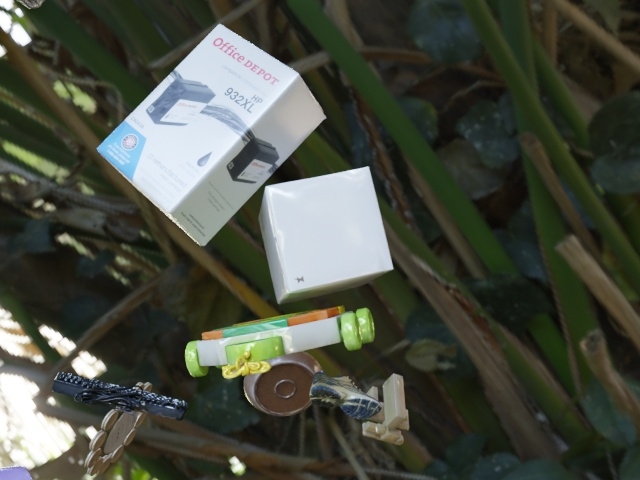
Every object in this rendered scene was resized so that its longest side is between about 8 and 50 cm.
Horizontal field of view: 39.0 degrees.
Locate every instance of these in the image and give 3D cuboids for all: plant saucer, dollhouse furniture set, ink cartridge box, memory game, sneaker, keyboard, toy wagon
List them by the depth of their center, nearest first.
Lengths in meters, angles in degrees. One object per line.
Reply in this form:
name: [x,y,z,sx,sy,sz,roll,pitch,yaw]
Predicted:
keyboard: [-0.278,0.212,1.278,0.100,0.192,0.038,-133,58,-78]
toy wagon: [-0.068,0.152,1.374,0.267,0.068,0.344,-11,-4,11]
sneaker: [0.044,0.248,1.486,0.052,0.135,0.058,-48,30,32]
ink cartridge box: [-0.182,-0.182,1.519,0.307,0.223,0.129,-47,-34,-7]
memory game: [-0.349,0.325,1.569,0.186,0.012,0.186,-57,-14,-22]
plant saucer: [-0.074,0.302,1.877,0.168,0.168,0.029,-35,26,9]
dollhouse furniture set: [0.185,0.395,2.068,0.151,0.123,0.144,-55,24,39]

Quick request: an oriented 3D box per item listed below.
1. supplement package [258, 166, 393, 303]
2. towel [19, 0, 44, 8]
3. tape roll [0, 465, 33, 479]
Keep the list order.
supplement package: [0.000,0.000,1.551,0.175,0.177,0.293,-12,-5,-7]
towel: [-0.606,-0.593,1.667,0.121,0.235,0.283,-44,-16,-15]
tape roll: [-0.360,0.342,0.972,0.080,0.189,0.189,2,-21,-31]
